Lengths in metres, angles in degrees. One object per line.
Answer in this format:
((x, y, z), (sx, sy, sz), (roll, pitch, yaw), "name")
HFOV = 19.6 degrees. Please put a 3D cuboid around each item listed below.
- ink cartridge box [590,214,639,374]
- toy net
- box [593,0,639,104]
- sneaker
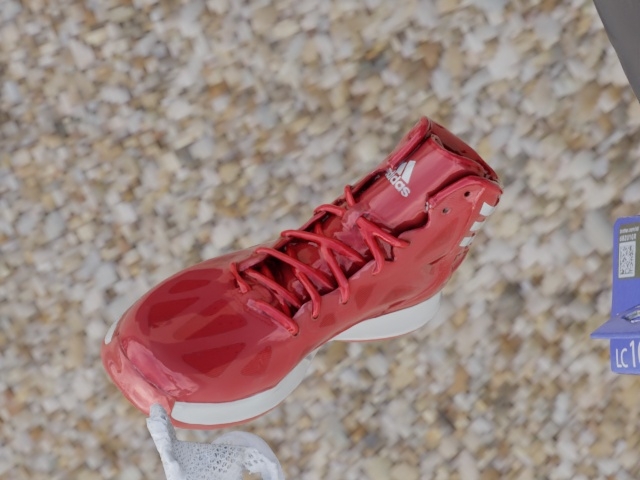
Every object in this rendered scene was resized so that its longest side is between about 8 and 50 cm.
((0.424, 0.046, 1.552), (0.270, 0.395, 0.151), (170, 103, -70), "ink cartridge box")
((-0.012, 0.142, 0.738), (0.045, 0.122, 0.232), (-21, 122, -1), "toy net")
((0.209, -0.276, 0.591), (0.297, 0.472, 0.480), (-24, 90, -2), "box")
((0.000, 0.000, 0.855), (0.087, 0.221, 0.128), (45, 130, 17), "sneaker")
